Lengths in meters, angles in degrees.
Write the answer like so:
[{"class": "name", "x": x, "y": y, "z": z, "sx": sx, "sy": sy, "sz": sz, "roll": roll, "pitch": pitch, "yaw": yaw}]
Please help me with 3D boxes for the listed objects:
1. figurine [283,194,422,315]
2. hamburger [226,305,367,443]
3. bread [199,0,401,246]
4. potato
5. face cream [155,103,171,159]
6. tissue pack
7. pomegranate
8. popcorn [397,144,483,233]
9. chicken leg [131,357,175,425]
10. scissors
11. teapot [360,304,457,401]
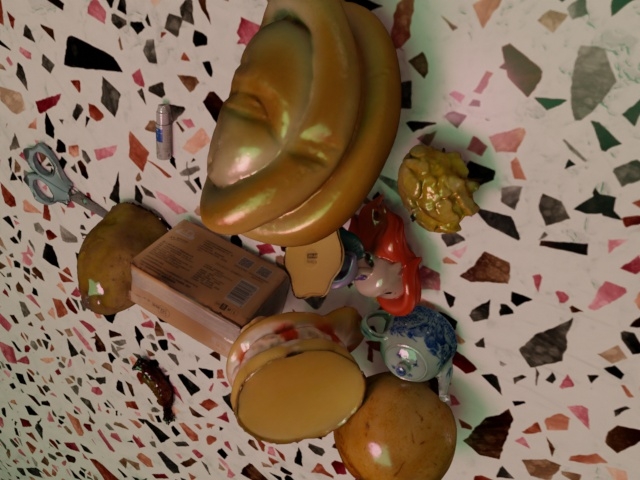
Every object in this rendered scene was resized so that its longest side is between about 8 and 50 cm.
[{"class": "figurine", "x": 0.085, "y": 0.032, "z": 1.124, "sx": 0.181, "sy": 0.257, "sz": 0.208, "roll": -50, "pitch": 48, "yaw": 33}, {"class": "hamburger", "x": -0.042, "y": 0.253, "z": 1.210, "sx": 0.303, "sy": 0.186, "sz": 0.261, "roll": -32, "pitch": 126, "yaw": 9}, {"class": "bread", "x": -0.058, "y": -0.204, "z": 0.977, "sx": 0.329, "sy": 0.245, "sz": 0.423, "roll": 27, "pitch": 97, "yaw": 44}, {"class": "potato", "x": -0.491, "y": 0.060, "z": 1.437, "sx": 0.230, "sy": 0.266, "sz": 0.229, "roll": 10, "pitch": 123, "yaw": 16}, {"class": "face cream", "x": -0.353, "y": -0.245, "z": 1.329, "sx": 0.034, "sy": 0.034, "sz": 0.130, "roll": 22, "pitch": 126, "yaw": 18}, {"class": "tissue pack", "x": -0.261, "y": 0.135, "z": 1.385, "sx": 0.306, "sy": 0.238, "sz": 0.238, "roll": 27, "pitch": 127, "yaw": 13}, {"class": "pomegranate", "x": 0.164, "y": 0.405, "z": 1.263, "sx": 0.265, "sy": 0.264, "sz": 0.264, "roll": 14, "pitch": 123, "yaw": 23}, {"class": "popcorn", "x": 0.202, "y": -0.087, "z": 1.030, "sx": 0.148, "sy": 0.152, "sz": 0.167, "roll": 42, "pitch": 168, "yaw": 49}, {"class": "chicken leg", "x": -0.497, "y": 0.468, "z": 1.821, "sx": 0.106, "sy": 0.051, "sz": 0.253, "roll": -1, "pitch": 117, "yaw": 38}, {"class": "scissors", "x": -0.659, "y": -0.117, "z": 1.588, "sx": 0.360, "sy": 0.029, "sz": 0.191, "roll": 32, "pitch": 127, "yaw": 11}, {"class": "teapot", "x": 0.185, "y": 0.223, "z": 1.211, "sx": 0.232, "sy": 0.159, "sz": 0.159, "roll": 39, "pitch": 129, "yaw": 5}]
